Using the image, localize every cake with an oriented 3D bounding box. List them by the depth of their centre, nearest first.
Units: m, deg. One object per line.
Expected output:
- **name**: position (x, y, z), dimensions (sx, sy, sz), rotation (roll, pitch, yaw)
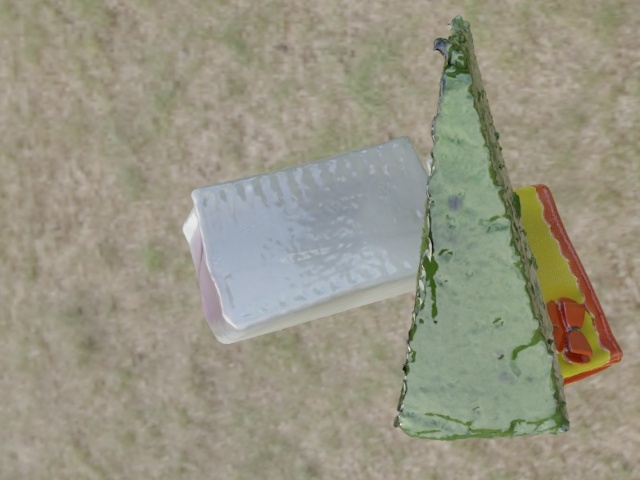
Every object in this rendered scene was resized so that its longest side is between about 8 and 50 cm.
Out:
- **cake**: position (0.100, -0.002, 0.668), dimensions (0.099, 0.100, 0.235), rotation (6, 114, 6)

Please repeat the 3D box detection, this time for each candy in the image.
- **candy**: position (0.000, 0.003, 1.667), dimensions (0.145, 0.358, 0.208), rotation (124, 127, -66)

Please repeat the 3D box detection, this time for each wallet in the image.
- **wallet**: position (0.256, 0.051, 1.399), dimensions (0.067, 0.141, 0.241), rotation (-44, 64, 57)
